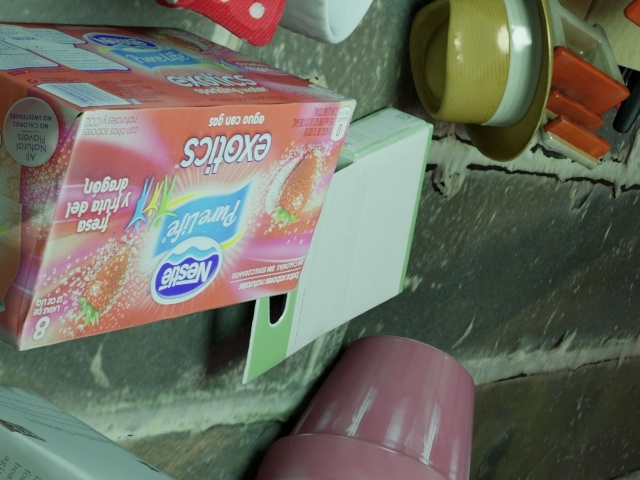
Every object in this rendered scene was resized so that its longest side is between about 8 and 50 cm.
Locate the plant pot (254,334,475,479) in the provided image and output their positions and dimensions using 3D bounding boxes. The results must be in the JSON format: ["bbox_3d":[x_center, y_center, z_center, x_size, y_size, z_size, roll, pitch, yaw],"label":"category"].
[{"bbox_3d":[0.057,0.194,1.591,0.201,0.201,0.180,75,31,-53],"label":"plant pot"}]

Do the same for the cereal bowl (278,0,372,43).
[{"bbox_3d":[-0.001,-0.297,1.038,0.339,0.141,0.339,19,90,-83],"label":"cereal bowl"}]

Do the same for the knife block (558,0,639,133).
[{"bbox_3d":[0.314,-0.216,1.633,0.242,0.276,0.088,50,39,-34],"label":"knife block"}]

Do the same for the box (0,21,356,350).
[{"bbox_3d":[-0.128,-0.044,1.063,0.300,0.154,0.142,-11,122,-61],"label":"box"}]

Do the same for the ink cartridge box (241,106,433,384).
[{"bbox_3d":[0.000,0.000,1.449,0.235,0.056,0.171,-26,134,-48],"label":"ink cartridge box"}]

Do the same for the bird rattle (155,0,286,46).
[{"bbox_3d":[-0.103,-0.215,0.864,0.143,0.254,0.206,14,85,-66],"label":"bird rattle"}]

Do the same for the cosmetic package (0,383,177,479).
[{"bbox_3d":[-0.122,0.219,1.036,0.156,0.385,0.217,-63,155,-3],"label":"cosmetic package"}]

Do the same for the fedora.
[{"bbox_3d":[0.126,-0.158,1.474,0.079,0.194,0.194,-6,125,-21],"label":"fedora"}]

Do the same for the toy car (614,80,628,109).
[{"bbox_3d":[0.354,-0.285,1.861,0.225,0.053,0.239,-51,152,-27],"label":"toy car"}]

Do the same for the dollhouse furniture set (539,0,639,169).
[{"bbox_3d":[0.291,-0.188,1.462,0.262,0.135,0.259,24,132,-39],"label":"dollhouse furniture set"}]
